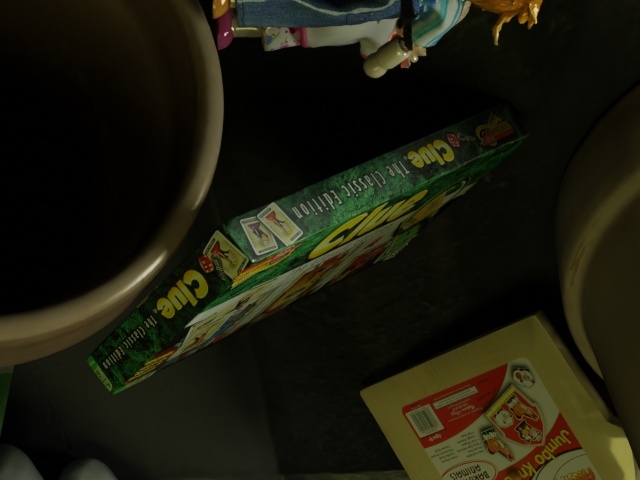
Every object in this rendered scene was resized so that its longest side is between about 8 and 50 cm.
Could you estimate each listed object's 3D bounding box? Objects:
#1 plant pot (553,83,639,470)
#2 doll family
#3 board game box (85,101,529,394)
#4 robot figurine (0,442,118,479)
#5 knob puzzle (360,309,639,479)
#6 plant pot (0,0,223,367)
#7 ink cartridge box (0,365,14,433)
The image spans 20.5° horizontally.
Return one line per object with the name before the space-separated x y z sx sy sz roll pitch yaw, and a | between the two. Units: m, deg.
plant pot | 0.294 0.086 0.983 0.323 0.280 0.323 2 139 2
doll family | 0.029 -0.154 0.848 0.163 0.118 0.263 0 138 -2
board game box | 0.000 0.000 0.960 0.030 0.259 0.136 53 130 11
robot figurine | -0.238 0.286 1.243 0.353 0.300 0.200 58 161 -13
knob puzzle | 0.139 0.151 1.174 0.213 0.030 0.213 18 123 30
plant pot | -0.204 -0.040 0.930 0.263 0.263 0.229 16 156 -14
ink cartridge box | -0.338 0.090 1.078 0.289 0.211 0.121 12 138 -10
